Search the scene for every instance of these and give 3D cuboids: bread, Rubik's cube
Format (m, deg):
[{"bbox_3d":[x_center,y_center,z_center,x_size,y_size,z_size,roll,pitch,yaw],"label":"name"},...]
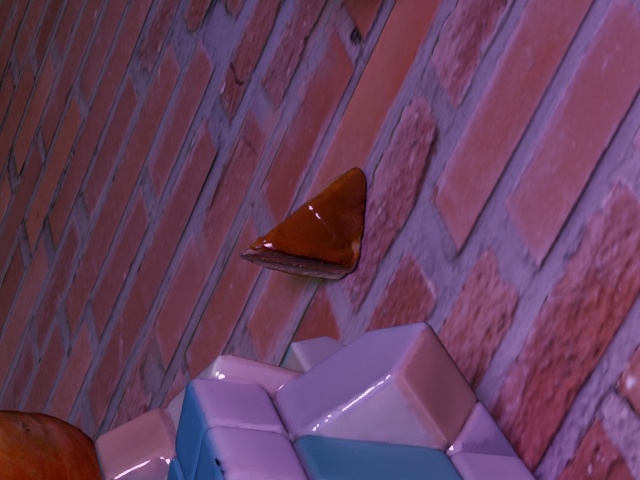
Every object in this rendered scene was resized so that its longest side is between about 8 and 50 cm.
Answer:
[{"bbox_3d":[0.000,0.000,1.236,0.062,0.109,0.043,54,152,1],"label":"bread"},{"bbox_3d":[-0.008,0.157,0.967,0.213,0.224,0.265,-121,43,-66],"label":"Rubik's cube"}]

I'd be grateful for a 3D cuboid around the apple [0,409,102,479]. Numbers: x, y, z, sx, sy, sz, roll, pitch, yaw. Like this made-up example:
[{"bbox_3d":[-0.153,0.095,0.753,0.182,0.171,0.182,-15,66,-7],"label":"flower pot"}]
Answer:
[{"bbox_3d":[-0.301,0.289,1.512,0.309,0.278,0.250,93,166,-68],"label":"apple"}]
